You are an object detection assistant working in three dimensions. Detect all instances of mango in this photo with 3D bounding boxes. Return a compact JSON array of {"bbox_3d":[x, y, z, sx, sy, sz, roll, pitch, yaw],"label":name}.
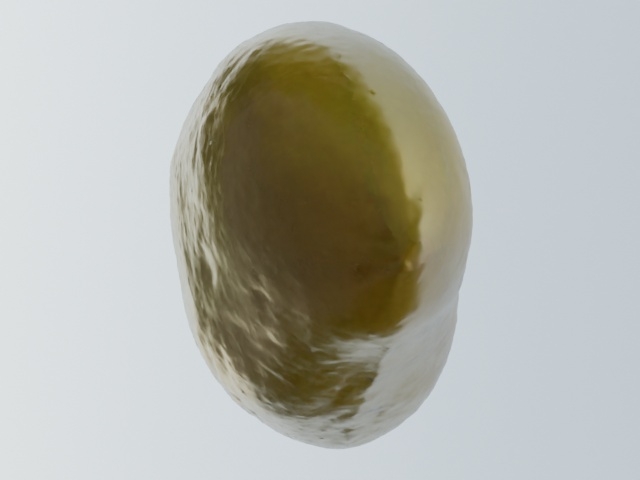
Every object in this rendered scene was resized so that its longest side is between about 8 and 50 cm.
[{"bbox_3d":[-0.003,-0.006,0.685,0.332,0.142,0.195,101,-29,-67],"label":"mango"}]
